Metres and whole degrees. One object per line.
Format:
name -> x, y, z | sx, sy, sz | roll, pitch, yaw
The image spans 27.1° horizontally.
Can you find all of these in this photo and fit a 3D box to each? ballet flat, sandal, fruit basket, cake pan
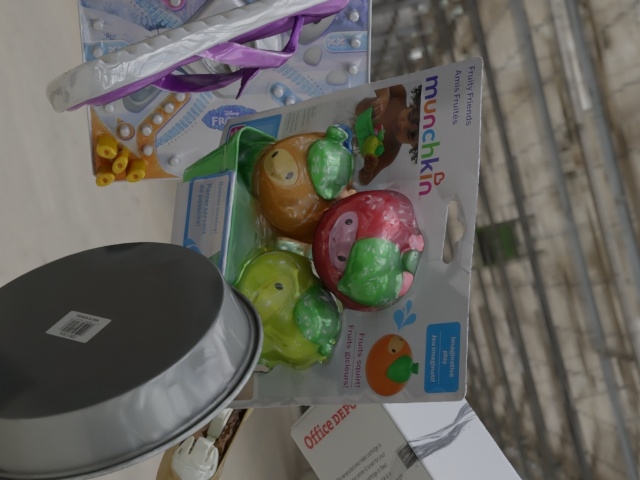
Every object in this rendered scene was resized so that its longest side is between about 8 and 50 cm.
ballet flat -> -0.147, 0.253, 1.715 | 0.073, 0.080, 0.232 | 112, 4, -55
sandal -> -0.132, -0.212, 1.588 | 0.169, 0.416, 0.102 | -2, -71, 62
fruit basket -> 0.000, 0.000, 1.294 | 0.353, 0.165, 0.327 | -10, -111, 47
cake pan -> -0.196, 0.091, 1.127 | 0.293, 0.293, 0.054 | -106, -179, -60

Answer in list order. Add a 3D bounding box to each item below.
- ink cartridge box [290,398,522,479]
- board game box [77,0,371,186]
ink cartridge box -> 0.117, 0.291, 1.628 | 0.289, 0.121, 0.211 | 56, -37, 13
board game box -> -0.123, -0.254, 1.770 | 0.050, 0.389, 0.390 | -103, -169, -61
